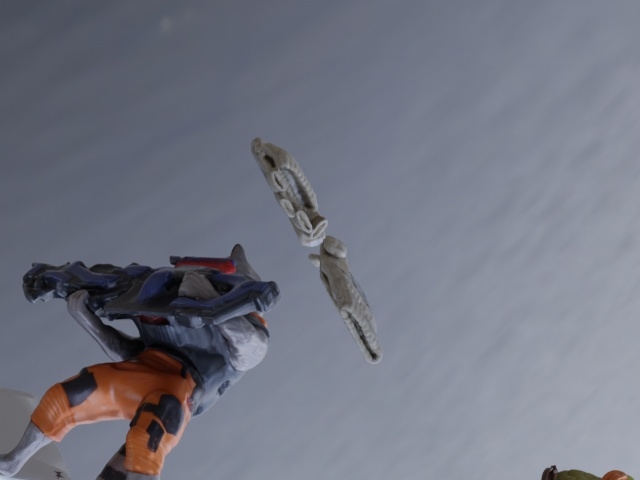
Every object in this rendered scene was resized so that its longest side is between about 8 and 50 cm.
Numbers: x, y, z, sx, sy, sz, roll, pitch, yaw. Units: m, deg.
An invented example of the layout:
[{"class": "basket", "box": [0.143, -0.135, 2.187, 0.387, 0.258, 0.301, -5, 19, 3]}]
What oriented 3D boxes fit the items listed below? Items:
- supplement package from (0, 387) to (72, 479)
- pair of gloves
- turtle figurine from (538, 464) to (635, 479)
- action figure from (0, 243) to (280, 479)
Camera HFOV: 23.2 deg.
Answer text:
[{"class": "supplement package", "box": [-0.444, 0.320, 1.809, 0.199, 0.198, 0.262, 16, 111, -31]}, {"class": "pair of gloves", "box": [0.000, 0.000, 1.616, 0.042, 0.240, 0.204, -29, -169, -1]}, {"class": "turtle figurine", "box": [0.233, 0.275, 1.575, 0.217, 0.087, 0.269, -18, 179, 14]}, {"class": "action figure", "box": [-0.184, 0.128, 1.530, 0.330, 0.341, 0.178, -46, 126, -28]}]
